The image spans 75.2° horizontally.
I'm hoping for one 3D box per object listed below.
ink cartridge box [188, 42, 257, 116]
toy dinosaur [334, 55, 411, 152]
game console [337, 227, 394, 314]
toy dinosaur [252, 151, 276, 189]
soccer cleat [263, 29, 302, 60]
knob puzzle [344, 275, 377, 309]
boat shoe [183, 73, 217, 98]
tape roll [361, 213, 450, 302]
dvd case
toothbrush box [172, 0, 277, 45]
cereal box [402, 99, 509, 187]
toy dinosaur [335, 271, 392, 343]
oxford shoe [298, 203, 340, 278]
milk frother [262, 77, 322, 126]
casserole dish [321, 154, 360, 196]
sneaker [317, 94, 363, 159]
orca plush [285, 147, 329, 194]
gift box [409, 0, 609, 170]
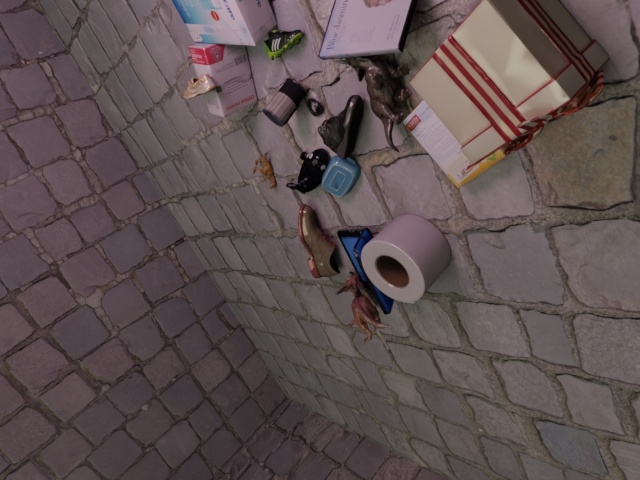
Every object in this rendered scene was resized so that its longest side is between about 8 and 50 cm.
[{"bbox_3d":[-0.338,-0.586,1.477,0.100,0.172,0.237,24,140,35],"label":"ink cartridge box"},{"bbox_3d":[0.171,-0.396,1.117,0.314,0.121,0.160,56,-179,-27],"label":"toy dinosaur"},{"bbox_3d":[0.158,0.116,1.591,0.173,0.250,0.293,-19,110,28],"label":"game console"},{"bbox_3d":[-0.230,-0.312,1.745,0.112,0.064,0.212,13,144,20],"label":"toy dinosaur"},{"bbox_3d":[-0.122,-0.620,1.284,0.178,0.060,0.072,0,122,54],"label":"soccer cleat"},{"bbox_3d":[0.159,0.224,1.744,0.213,0.030,0.213,47,167,14],"label":"knob puzzle"},{"bbox_3d":[-0.419,-0.528,1.420,0.169,0.063,0.059,0,121,40],"label":"boat shoe"},{"bbox_3d":[0.279,0.058,1.372,0.246,0.169,0.246,31,144,27],"label":"tape roll"},{"bbox_3d":[0.113,-0.534,1.003,0.252,0.022,0.181,17,91,42],"label":"dvd case"},{"bbox_3d":[-0.309,-0.732,1.271,0.295,0.126,0.216,20,154,31],"label":"toothbrush box"},{"bbox_3d":[0.344,-0.272,1.070,0.240,0.047,0.173,51,148,0],"label":"cereal box"},{"bbox_3d":[0.150,0.242,1.531,0.295,0.127,0.201,-140,27,-70],"label":"toy dinosaur"},{"bbox_3d":[0.000,0.000,1.745,0.130,0.123,0.349,-4,122,22],"label":"oxford shoe"},{"bbox_3d":[-0.087,-0.428,1.362,0.143,0.135,0.129,34,175,29],"label":"milk frother"},{"bbox_3d":[0.065,-0.216,1.450,0.114,0.037,0.188,29,145,-2],"label":"casserole dish"},{"bbox_3d":[0.056,-0.367,1.293,0.130,0.087,0.228,35,150,13],"label":"sneaker"},{"bbox_3d":[-0.066,-0.240,1.557,0.151,0.102,0.287,57,148,-10],"label":"orca plush"},{"bbox_3d":[0.356,-0.307,0.819,0.258,0.276,0.255,49,153,-1],"label":"gift box"}]
